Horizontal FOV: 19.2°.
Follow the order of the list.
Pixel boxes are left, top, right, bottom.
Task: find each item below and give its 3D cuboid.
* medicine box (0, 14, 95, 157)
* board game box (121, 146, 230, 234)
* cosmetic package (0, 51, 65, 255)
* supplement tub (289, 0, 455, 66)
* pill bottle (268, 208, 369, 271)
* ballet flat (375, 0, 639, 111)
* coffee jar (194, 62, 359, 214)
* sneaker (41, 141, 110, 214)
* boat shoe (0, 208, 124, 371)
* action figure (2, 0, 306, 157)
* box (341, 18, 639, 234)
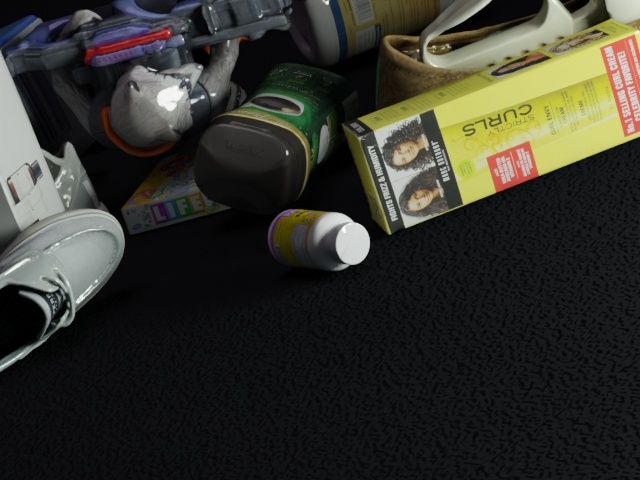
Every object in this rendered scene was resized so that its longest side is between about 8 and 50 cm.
[{"bbox_3d":[-0.398,-0.074,1.848,0.289,0.149,0.263,-22,15,14],"label":"medicine box"},{"bbox_3d":[-0.111,-0.055,1.723,0.103,0.026,0.154,-15,17,15],"label":"board game box"},{"bbox_3d":[-0.266,-0.058,1.533,0.060,0.239,0.099,-16,17,15],"label":"cosmetic package"},{"bbox_3d":[0.060,-0.286,2.068,0.199,0.144,0.144,-22,17,-11],"label":"supplement tub"},{"bbox_3d":[0.000,0.000,1.391,0.043,0.043,0.083,-29,19,-30],"label":"pill bottle"},{"bbox_3d":[0.203,-0.181,1.592,0.342,0.124,0.116,-17,28,6],"label":"ballet flat"},{"bbox_3d":[-0.037,-0.088,1.636,0.096,0.079,0.184,15,27,15],"label":"coffee jar"},{"bbox_3d":[-0.307,-0.024,1.658,0.228,0.132,0.086,-25,17,-19],"label":"sneaker"},{"bbox_3d":[-0.226,0.053,1.439,0.227,0.079,0.081,-36,29,-30],"label":"boat shoe"},{"bbox_3d":[-0.103,-0.167,1.800,0.341,0.178,0.330,-11,17,17],"label":"action figure"},{"bbox_3d":[0.139,-0.087,1.444,0.232,0.087,0.058,-21,18,-8],"label":"box"}]
